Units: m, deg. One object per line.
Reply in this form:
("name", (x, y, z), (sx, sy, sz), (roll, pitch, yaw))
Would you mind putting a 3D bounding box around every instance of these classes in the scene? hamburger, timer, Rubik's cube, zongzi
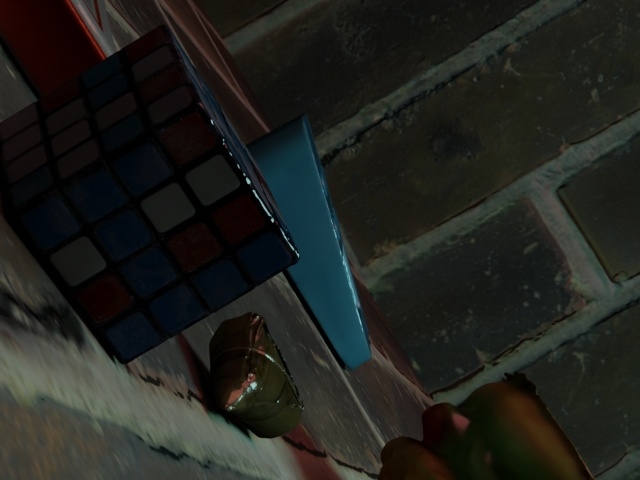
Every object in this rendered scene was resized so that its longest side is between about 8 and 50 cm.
("hamburger", (0.114, 0.205, 1.183), (0.237, 0.149, 0.237), (62, -5, 9))
("timer", (0.000, 0.000, 1.885), (0.250, 0.091, 0.232), (63, 2, -6))
("Rubik's cube", (-0.077, -0.021, 0.793), (0.092, 0.092, 0.092), (57, 4, -31))
("zongzi", (-0.034, 0.091, 0.976), (0.083, 0.040, 0.076), (-94, 162, -57))

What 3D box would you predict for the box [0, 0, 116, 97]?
("box", (-0.171, -0.165, 1.051), (0.123, 0.050, 0.229), (57, 3, -24))
